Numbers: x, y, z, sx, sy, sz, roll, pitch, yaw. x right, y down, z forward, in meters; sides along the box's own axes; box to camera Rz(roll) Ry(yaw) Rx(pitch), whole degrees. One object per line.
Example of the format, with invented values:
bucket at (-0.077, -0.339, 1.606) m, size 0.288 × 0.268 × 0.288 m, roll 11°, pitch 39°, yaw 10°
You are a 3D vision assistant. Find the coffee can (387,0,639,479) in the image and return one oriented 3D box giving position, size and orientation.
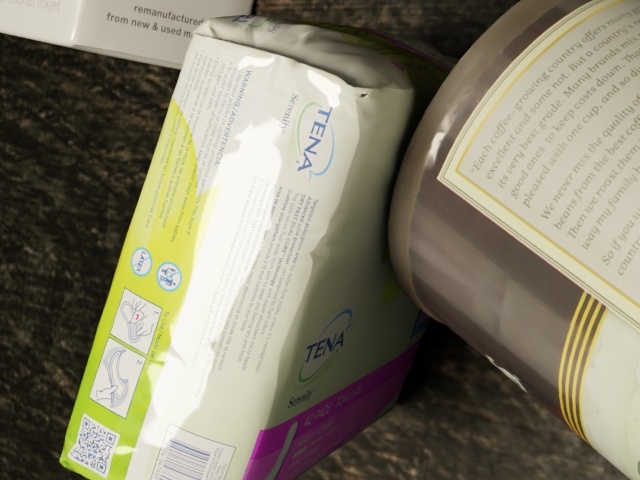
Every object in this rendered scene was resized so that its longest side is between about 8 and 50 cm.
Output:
coffee can at (0.193, 0.025, 0.618) m, size 0.275 × 0.201 × 0.202 m, roll 41°, pitch 114°, yaw 37°

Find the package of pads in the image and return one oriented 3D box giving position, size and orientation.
package of pads at (0.000, 0.000, 0.739) m, size 0.101 × 0.296 × 0.229 m, roll 22°, pitch 103°, yaw 16°

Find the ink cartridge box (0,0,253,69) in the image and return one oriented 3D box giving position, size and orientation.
ink cartridge box at (-0.167, -0.334, 1.008) m, size 0.279 × 0.160 × 0.385 m, roll 17°, pitch 98°, yaw 43°
